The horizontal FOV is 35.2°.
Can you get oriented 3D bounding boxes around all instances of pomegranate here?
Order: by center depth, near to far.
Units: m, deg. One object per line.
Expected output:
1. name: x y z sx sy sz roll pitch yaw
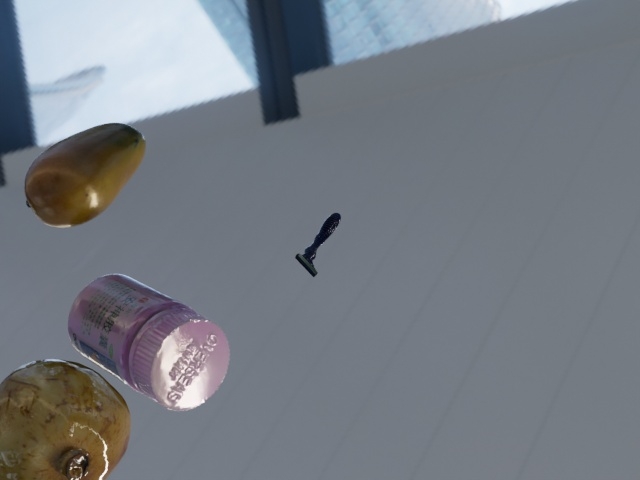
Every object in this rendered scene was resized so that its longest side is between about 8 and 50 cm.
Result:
1. pomegranate: -0.374 0.280 1.441 0.215 0.215 0.215 -26 -152 15

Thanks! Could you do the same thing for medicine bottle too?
1. medicine bottle: -0.314 0.180 1.825 0.291 0.178 0.178 21 -121 46

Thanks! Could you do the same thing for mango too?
1. mango: -0.416 -0.117 1.766 0.176 0.139 0.254 -5 -153 26

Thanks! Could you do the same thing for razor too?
1. razor: -0.003 0.002 1.591 0.028 0.044 0.154 -35 -166 38
